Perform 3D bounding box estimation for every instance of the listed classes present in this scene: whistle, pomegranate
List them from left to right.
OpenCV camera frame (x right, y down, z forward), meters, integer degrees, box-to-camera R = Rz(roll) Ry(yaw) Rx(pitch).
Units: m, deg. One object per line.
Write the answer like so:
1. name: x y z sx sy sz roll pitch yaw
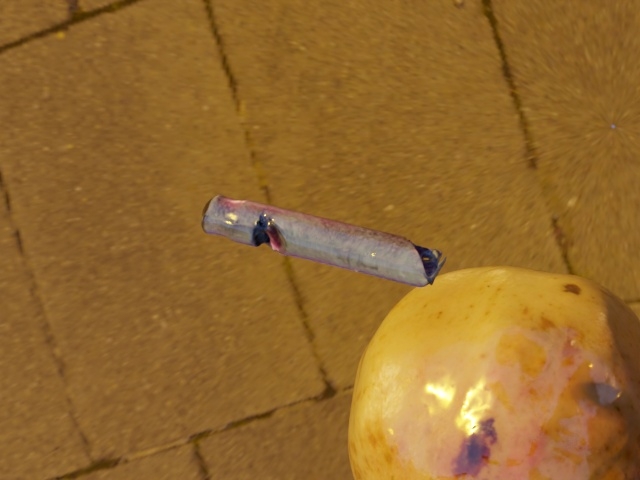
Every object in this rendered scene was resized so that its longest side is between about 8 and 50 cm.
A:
1. whistle: 0.000 0.000 1.047 0.176 0.033 0.033 13 97 18
2. pomegranate: 0.189 0.165 1.409 0.343 0.342 0.342 1 94 11
